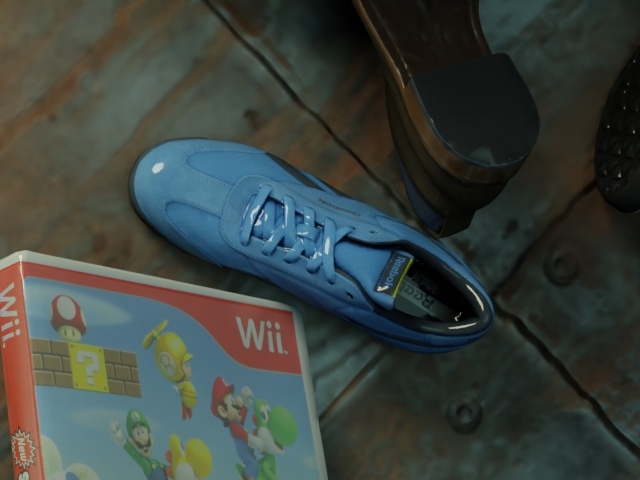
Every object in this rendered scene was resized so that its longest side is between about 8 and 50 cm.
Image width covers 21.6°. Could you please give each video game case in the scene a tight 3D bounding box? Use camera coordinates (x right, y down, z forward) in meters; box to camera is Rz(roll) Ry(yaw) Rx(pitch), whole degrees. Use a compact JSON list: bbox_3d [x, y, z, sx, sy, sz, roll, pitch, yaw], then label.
[{"bbox_3d":[-0.059,0.155,0.797,0.204,0.025,0.285,14,60,-50],"label":"video game case"}]

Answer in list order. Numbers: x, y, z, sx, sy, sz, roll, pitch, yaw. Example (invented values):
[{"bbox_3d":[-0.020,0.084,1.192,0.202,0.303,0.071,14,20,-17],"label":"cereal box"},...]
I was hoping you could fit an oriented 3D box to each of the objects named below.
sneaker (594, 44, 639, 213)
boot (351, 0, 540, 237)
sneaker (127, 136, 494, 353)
[{"bbox_3d":[0.247,-0.108,0.977,0.097,0.084,0.234,31,79,-17],"label":"sneaker"},{"bbox_3d":[0.049,-0.108,0.923,0.082,0.106,0.219,-9,64,-15],"label":"boot"},{"bbox_3d":[0.000,0.000,0.893,0.209,0.082,0.069,26,83,-15],"label":"sneaker"}]
